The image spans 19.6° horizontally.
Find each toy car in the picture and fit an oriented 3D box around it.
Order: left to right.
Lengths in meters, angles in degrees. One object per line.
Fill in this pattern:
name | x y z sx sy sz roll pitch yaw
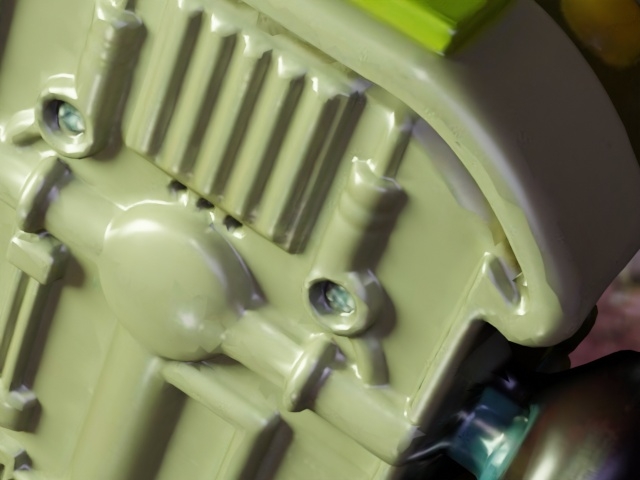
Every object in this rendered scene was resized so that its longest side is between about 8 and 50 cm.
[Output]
toy car | 0.000 0.000 0.453 0.204 0.198 0.248 33 131 12
